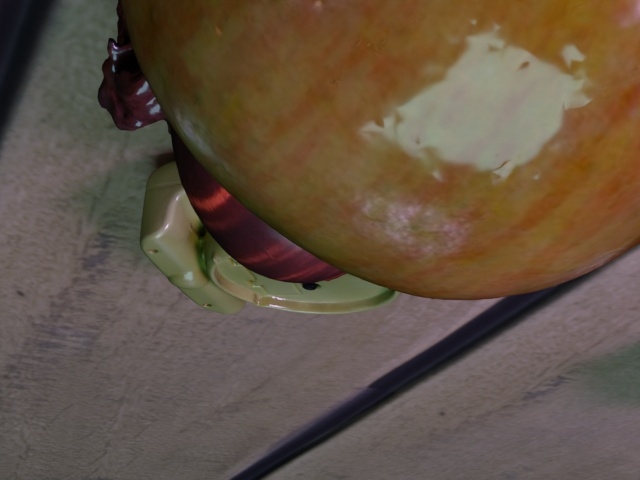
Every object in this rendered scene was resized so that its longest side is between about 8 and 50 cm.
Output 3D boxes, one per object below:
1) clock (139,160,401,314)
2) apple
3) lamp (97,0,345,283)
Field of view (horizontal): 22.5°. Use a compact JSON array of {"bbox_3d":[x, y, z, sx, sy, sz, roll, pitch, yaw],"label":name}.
[{"bbox_3d":[0.000,0.000,1.133,0.232,0.069,0.170,-1,157,17],"label":"clock"},{"bbox_3d":[0.062,-0.117,0.572,0.264,0.264,0.264,5,159,2],"label":"apple"},{"bbox_3d":[-0.012,-0.062,0.872,0.223,0.151,0.215,25,148,-36],"label":"lamp"}]
